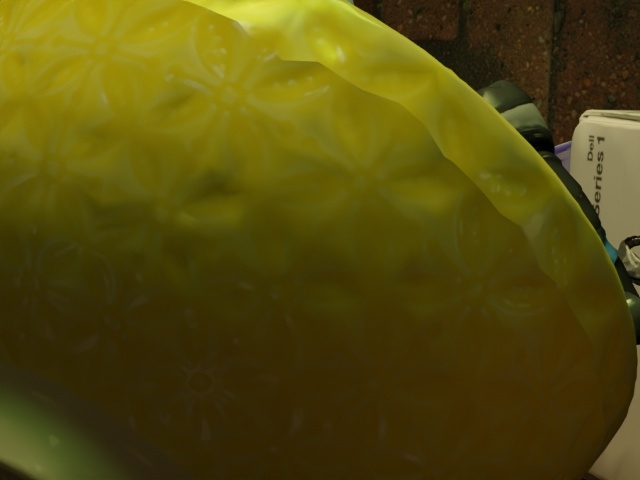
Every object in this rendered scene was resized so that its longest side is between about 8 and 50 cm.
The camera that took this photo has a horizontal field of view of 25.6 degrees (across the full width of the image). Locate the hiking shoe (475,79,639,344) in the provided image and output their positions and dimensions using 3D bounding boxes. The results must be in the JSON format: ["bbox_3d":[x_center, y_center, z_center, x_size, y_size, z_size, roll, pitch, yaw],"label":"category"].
[{"bbox_3d":[0.072,0.063,0.655,0.113,0.132,0.304,-27,-26,-10],"label":"hiking shoe"}]

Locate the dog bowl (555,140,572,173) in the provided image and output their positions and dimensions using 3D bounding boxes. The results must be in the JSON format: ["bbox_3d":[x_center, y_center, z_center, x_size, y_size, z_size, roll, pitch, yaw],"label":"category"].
[{"bbox_3d":[0.232,0.014,0.957,0.264,0.104,0.265,-6,-20,-2],"label":"dog bowl"}]

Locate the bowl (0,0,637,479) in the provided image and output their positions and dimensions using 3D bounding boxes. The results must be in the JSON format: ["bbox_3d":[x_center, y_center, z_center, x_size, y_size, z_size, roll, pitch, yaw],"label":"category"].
[{"bbox_3d":[-0.050,0.051,0.512,0.289,0.289,0.156,7,48,40],"label":"bowl"}]

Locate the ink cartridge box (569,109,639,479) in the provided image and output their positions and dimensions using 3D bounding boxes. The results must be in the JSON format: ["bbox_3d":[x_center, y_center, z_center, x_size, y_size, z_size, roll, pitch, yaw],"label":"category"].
[{"bbox_3d":[0.280,0.035,0.765,0.278,0.201,0.117,0,7,-17],"label":"ink cartridge box"}]

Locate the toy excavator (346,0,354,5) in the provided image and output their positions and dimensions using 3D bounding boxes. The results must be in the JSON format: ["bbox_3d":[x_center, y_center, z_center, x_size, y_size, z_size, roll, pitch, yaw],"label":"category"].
[{"bbox_3d":[-0.116,-0.097,0.691,0.432,0.222,0.445,1,-34,-12],"label":"toy excavator"}]

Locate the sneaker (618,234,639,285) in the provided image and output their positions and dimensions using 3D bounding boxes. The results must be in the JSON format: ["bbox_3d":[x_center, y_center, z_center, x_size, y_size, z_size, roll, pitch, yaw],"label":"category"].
[{"bbox_3d":[0.239,0.047,0.536,0.268,0.153,0.101,46,-2,33],"label":"sneaker"}]
